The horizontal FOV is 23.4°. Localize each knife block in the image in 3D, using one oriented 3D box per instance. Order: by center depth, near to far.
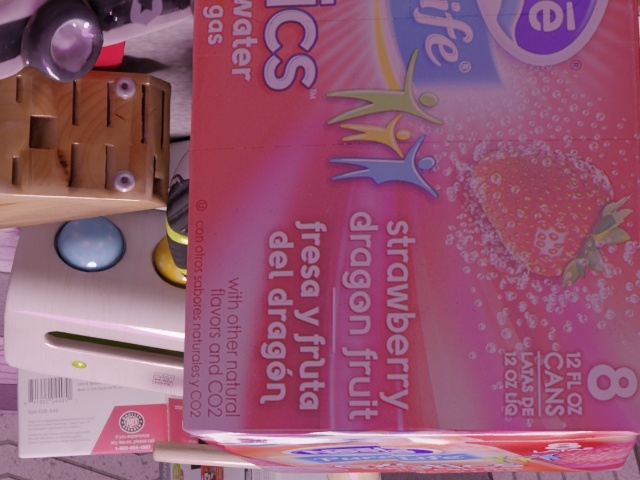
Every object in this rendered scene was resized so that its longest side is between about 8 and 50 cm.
[{"bbox_3d":[-0.254,-0.054,1.094,0.275,0.088,0.242,2,171,-11],"label":"knife block"}]

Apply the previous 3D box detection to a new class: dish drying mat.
[{"bbox_3d":[-0.141,-0.122,0.983,0.032,0.008,0.083,0,168,-11],"label":"dish drying mat"}]

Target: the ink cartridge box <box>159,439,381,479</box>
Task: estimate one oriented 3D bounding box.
[{"bbox_3d":[-0.060,0.171,1.631,0.130,0.310,0.272,6,167,-31],"label":"ink cartridge box"}]

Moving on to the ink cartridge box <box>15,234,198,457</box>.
[{"bbox_3d":[-0.205,0.095,1.484,0.158,0.218,0.092,-4,173,15],"label":"ink cartridge box"}]

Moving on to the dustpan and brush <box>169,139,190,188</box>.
[{"bbox_3d":[-0.108,-0.046,1.212,0.147,0.060,0.211,-9,165,34],"label":"dustpan and brush"}]

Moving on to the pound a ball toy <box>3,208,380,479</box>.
[{"bbox_3d":[-0.095,0.076,1.259,0.319,0.208,0.136,10,140,-5],"label":"pound a ball toy"}]

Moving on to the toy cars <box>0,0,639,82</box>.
[{"bbox_3d":[-0.001,-0.139,0.707,0.393,0.087,0.176,-1,-151,-4],"label":"toy cars"}]

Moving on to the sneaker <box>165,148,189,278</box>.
[{"bbox_3d":[0.010,-0.024,1.133,0.145,0.147,0.384,-5,166,26],"label":"sneaker"}]

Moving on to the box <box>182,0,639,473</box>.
[{"bbox_3d":[0.037,-0.072,0.546,0.142,0.300,0.154,-1,167,8],"label":"box"}]
